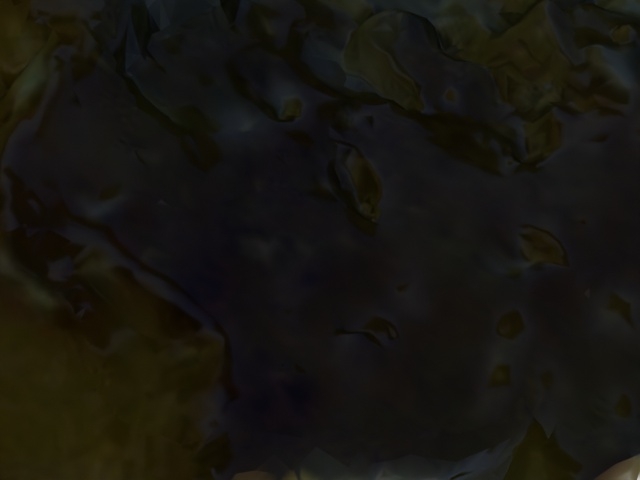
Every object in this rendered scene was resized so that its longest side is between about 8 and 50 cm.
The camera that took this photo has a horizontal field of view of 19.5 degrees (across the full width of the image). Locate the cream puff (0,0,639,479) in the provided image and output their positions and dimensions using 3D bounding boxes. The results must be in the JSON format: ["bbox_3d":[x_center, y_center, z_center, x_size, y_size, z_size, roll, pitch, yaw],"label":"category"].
[{"bbox_3d":[0.000,-0.002,0.508,0.185,0.282,0.282,110,-27,-57],"label":"cream puff"}]
